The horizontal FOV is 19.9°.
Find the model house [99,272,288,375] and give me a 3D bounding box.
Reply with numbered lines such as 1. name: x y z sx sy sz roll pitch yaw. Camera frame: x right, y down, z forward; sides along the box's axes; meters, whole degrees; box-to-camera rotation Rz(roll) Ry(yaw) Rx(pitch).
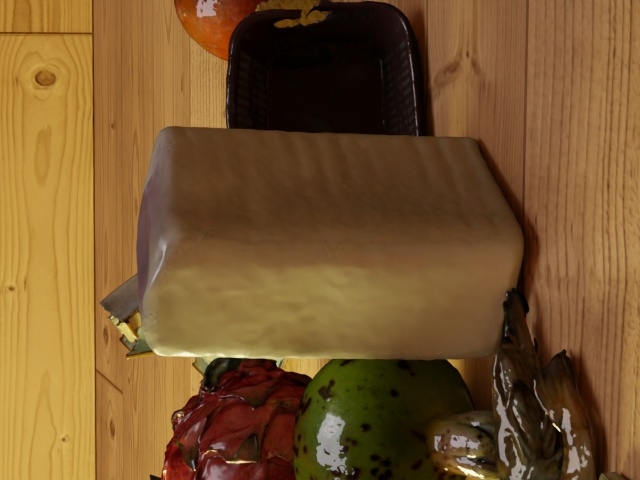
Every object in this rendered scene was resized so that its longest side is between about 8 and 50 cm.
1. model house: -0.127 0.104 2.411 0.206 0.271 0.178 57 167 -21

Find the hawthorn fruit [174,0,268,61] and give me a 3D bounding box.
1. hawthorn fruit: -0.095 -0.305 2.302 0.173 0.173 0.172 178 90 -71

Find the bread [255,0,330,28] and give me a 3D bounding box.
1. bread: -0.024 -0.220 2.189 0.065 0.103 0.187 114 144 -54

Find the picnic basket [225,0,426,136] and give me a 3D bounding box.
1. picnic basket: 0.005 -0.102 1.980 0.129 0.223 0.296 102 165 -83

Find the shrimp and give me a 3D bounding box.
1. shrimp: 0.198 0.166 1.633 0.145 0.059 0.254 166 101 -68

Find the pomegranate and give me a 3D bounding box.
1. pomegranate: 0.086 0.199 1.807 0.248 0.202 0.202 3 95 43

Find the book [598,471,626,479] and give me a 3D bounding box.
1. book: 0.279 0.334 1.457 0.282 0.025 0.214 -133 43 -64

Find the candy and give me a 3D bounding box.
1. candy: 0.001 0.000 1.743 0.208 0.359 0.145 -105 22 -51

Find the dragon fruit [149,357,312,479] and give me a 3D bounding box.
1. dragon fruit: -0.070 0.275 2.164 0.299 0.244 0.244 57 145 42
